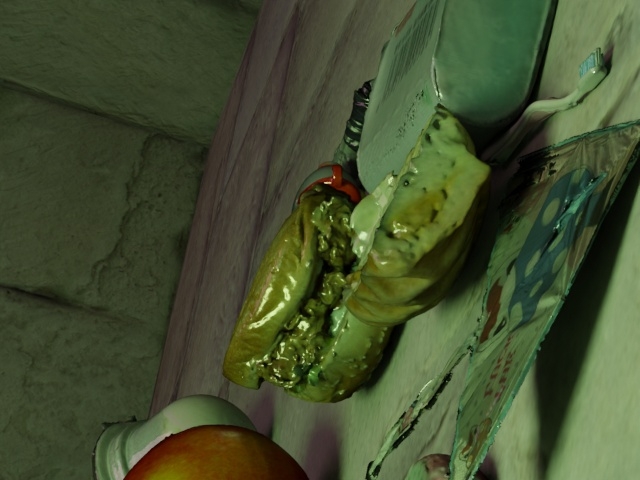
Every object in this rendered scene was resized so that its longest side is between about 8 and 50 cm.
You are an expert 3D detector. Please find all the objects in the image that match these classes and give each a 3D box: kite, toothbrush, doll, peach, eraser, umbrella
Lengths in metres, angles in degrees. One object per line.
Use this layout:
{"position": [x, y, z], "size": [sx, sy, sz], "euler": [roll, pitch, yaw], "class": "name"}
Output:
{"position": [0.106, 0.037, 0.937], "size": [0.314, 0.011, 0.335], "euler": [-56, 9, 37], "class": "kite"}
{"position": [0.141, -0.079, 1.039], "size": [0.204, 0.017, 0.022], "euler": [132, 143, -70], "class": "toothbrush"}
{"position": [0.000, 0.000, 1.618], "size": [0.245, 0.076, 0.142], "euler": [110, 166, -53], "class": "doll"}
{"position": [-0.096, 0.259, 1.361], "size": [0.226, 0.190, 0.196], "euler": [-99, 12, -57], "class": "peach"}
{"position": [0.098, -0.130, 1.203], "size": [0.227, 0.081, 0.174], "euler": [136, 149, -72], "class": "eraser"}
{"position": [0.038, -0.091, 1.655], "size": [0.188, 0.046, 0.050], "euler": [108, 177, -47], "class": "umbrella"}

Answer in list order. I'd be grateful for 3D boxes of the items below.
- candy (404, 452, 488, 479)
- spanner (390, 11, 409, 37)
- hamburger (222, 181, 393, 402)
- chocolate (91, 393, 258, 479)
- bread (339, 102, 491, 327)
{"position": [0.067, 0.177, 0.946], "size": [0.103, 0.043, 0.103], "euler": [-165, 90, -82], "class": "candy"}
{"position": [0.129, -0.275, 1.352], "size": [0.017, 0.071, 0.302], "euler": [58, 144, 33], "class": "spanner"}
{"position": [0.001, 0.049, 1.368], "size": [0.215, 0.122, 0.189], "euler": [153, 140, -84], "class": "hamburger"}
{"position": [-0.139, 0.252, 1.780], "size": [0.147, 0.221, 0.221], "euler": [-44, 24, 32], "class": "chocolate"}
{"position": [0.068, -0.008, 1.090], "size": [0.232, 0.088, 0.128], "euler": [114, 174, -77], "class": "bread"}
